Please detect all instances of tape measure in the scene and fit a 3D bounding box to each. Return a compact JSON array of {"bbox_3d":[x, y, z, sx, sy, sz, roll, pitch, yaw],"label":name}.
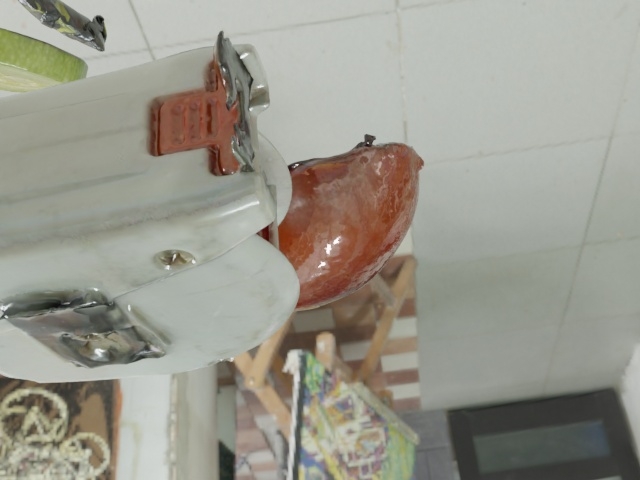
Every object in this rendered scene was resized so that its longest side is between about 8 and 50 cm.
[{"bbox_3d":[-0.135,0.005,0.522,0.258,0.130,0.265,-11,150,8],"label":"tape measure"}]

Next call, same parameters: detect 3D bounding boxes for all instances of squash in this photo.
[{"bbox_3d":[-0.399,-0.211,0.956,0.252,0.048,0.252,10,178,0],"label":"squash"}]

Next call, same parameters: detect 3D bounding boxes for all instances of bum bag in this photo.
[{"bbox_3d":[-0.489,-0.426,1.540,0.060,0.106,0.232,-48,147,15],"label":"bum bag"}]

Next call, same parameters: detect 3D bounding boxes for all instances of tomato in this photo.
[{"bbox_3d":[0.000,0.000,0.731,0.199,0.112,0.228,-12,170,-46],"label":"tomato"}]
